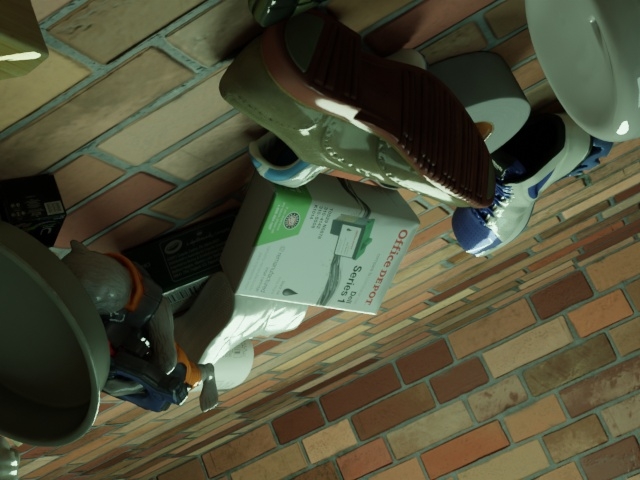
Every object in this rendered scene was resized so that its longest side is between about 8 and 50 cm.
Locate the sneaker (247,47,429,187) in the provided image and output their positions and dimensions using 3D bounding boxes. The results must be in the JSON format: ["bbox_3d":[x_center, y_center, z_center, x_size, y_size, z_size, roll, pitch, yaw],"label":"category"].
[{"bbox_3d":[0.020,-0.141,1.069,0.237,0.085,0.086,-34,153,20],"label":"sneaker"}]

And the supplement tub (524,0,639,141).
[{"bbox_3d":[0.399,-0.257,0.963,0.316,0.228,0.228,-22,162,-4],"label":"supplement tub"}]

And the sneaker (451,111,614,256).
[{"bbox_3d":[0.294,-0.108,1.472,0.182,0.127,0.315,-1,145,-44],"label":"sneaker"}]

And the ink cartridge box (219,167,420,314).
[{"bbox_3d":[0.000,0.000,1.232,0.219,0.092,0.160,10,118,-27],"label":"ink cartridge box"}]

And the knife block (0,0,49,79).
[{"bbox_3d":[-0.306,-0.174,0.540,0.276,0.088,0.242,-15,161,-22],"label":"knife block"}]

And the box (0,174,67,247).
[{"bbox_3d":[-0.320,-0.026,1.014,0.062,0.052,0.083,-12,160,-32],"label":"box"}]

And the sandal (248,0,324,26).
[{"bbox_3d":[-0.001,-0.257,0.716,0.120,0.086,0.303,-22,178,-24],"label":"sandal"}]

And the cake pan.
[{"bbox_3d":[-0.347,0.094,1.010,0.293,0.293,0.054,-39,-174,41],"label":"cake pan"}]

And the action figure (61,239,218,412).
[{"bbox_3d":[-0.278,0.096,1.144,0.330,0.341,0.178,90,24,-63],"label":"action figure"}]

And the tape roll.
[{"bbox_3d":[0.161,-0.154,1.223,0.219,0.072,0.219,-21,163,-7],"label":"tape roll"}]

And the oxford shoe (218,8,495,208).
[{"bbox_3d":[0.050,-0.123,0.998,0.348,0.123,0.130,30,143,-32],"label":"oxford shoe"}]

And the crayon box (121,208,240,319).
[{"bbox_3d":[-0.166,0.065,1.427,0.203,0.083,0.323,-21,162,-6],"label":"crayon box"}]

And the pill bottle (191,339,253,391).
[{"bbox_3d":[-0.234,0.207,1.670,0.131,0.131,0.229,-32,160,24],"label":"pill bottle"}]

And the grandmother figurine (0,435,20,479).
[{"bbox_3d":[-0.350,0.085,0.815,0.104,0.342,0.208,-9,157,-38],"label":"grandmother figurine"}]

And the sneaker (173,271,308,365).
[{"bbox_3d":[-0.125,0.136,1.370,0.169,0.108,0.292,-4,153,-39],"label":"sneaker"}]

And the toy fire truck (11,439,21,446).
[{"bbox_3d":[-0.467,0.234,1.464,0.217,0.158,0.246,-20,174,-13],"label":"toy fire truck"}]
